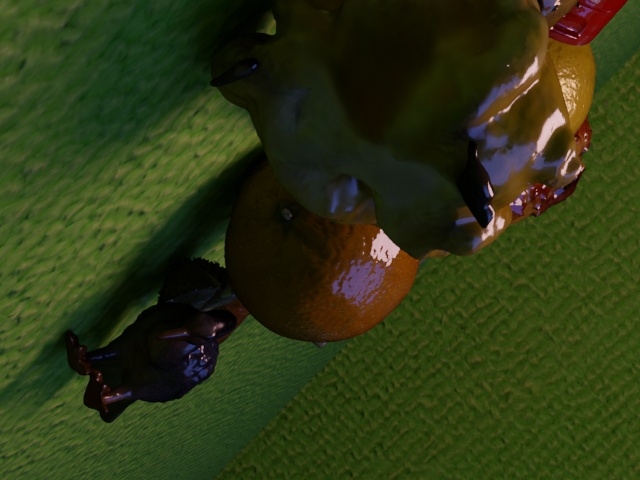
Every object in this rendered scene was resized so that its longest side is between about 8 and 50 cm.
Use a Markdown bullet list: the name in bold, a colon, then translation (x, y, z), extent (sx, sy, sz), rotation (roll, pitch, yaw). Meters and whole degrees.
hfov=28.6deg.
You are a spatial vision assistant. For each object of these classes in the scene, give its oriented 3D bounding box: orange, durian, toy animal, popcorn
- **orange**: translation (0.000, 0.000, 1.551), extent (0.264, 0.264, 0.264), rotation (-42, 170, -9)
- **durian**: translation (-0.160, 0.059, 1.633), extent (0.110, 0.071, 0.140), rotation (4, 155, -19)
- **toy animal**: translation (-0.216, 0.148, 1.559), extent (0.185, 0.122, 0.298), rotation (-22, 167, -26)
- **popcorn**: translation (0.082, -0.137, 1.126), extent (0.297, 0.316, 0.281), rotation (-35, -171, 43)

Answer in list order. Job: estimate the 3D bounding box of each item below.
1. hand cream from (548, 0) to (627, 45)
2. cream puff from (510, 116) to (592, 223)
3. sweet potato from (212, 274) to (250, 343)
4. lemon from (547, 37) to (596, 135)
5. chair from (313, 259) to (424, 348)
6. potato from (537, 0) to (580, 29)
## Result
- **hand cream**: translation (0.277, -0.330, 1.442), extent (0.193, 0.193, 0.125), rotation (-30, 162, -53)
- **cream puff**: translation (0.240, -0.143, 1.892), extent (0.350, 0.228, 0.350), rotation (-19, -162, 7)
- **sweet potato**: translation (-0.152, 0.118, 1.924), extent (0.314, 0.072, 0.066), rotation (-52, -178, 27)
- **lemon**: translation (0.206, -0.207, 1.568), extent (0.219, 0.240, 0.240), rotation (-2, 144, -36)
- **chair**: translation (0.037, 0.058, 2.173), extent (0.203, 0.190, 0.275), rotation (-50, 176, 23)
- **potato**: translation (0.222, -0.328, 1.238), extent (0.300, 0.140, 0.173), rotation (-66, 167, 7)
